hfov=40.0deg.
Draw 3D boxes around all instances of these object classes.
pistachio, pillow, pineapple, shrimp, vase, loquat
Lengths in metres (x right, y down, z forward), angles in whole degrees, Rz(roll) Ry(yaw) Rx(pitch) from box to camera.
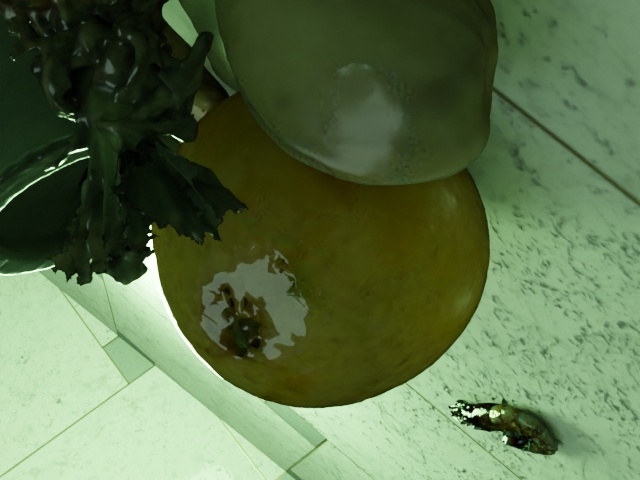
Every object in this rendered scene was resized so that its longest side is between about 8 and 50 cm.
[{"bbox_3d":[0.021,-0.120,0.536,0.223,0.152,0.126,52,171,32],"label":"pistachio"},{"bbox_3d":[-0.072,-0.178,0.705,0.119,0.053,0.208,39,168,30],"label":"pillow"},{"bbox_3d":[-0.151,-0.151,0.560,0.175,0.175,0.361,149,109,-69],"label":"pineapple"},{"bbox_3d":[0.211,0.221,1.028,0.091,0.034,0.161,49,157,-22],"label":"shrimp"},{"bbox_3d":[-0.314,-0.144,0.898,0.291,0.245,0.245,56,163,15],"label":"vase"},{"bbox_3d":[0.000,0.000,0.690,0.263,0.263,0.263,35,159,16],"label":"loquat"}]

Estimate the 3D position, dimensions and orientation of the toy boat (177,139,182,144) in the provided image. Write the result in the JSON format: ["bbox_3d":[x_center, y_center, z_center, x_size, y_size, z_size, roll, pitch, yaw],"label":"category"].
[{"bbox_3d":[-0.096,-0.080,0.943,0.072,0.064,0.206,0,136,37],"label":"toy boat"}]

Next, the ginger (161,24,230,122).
[{"bbox_3d":[-0.111,-0.115,0.828,0.299,0.065,0.118,50,159,-21],"label":"ginger"}]
